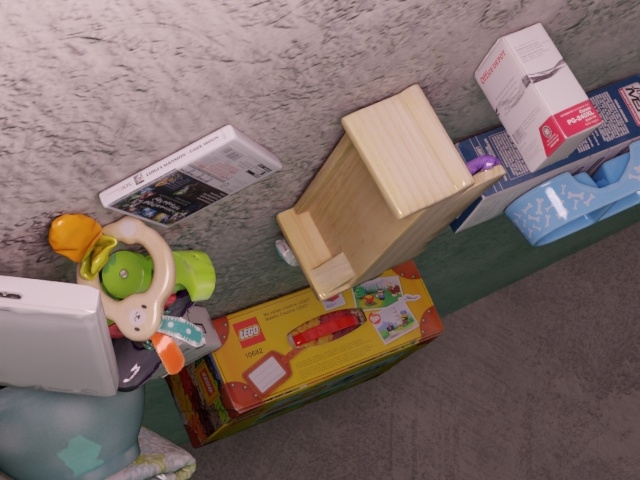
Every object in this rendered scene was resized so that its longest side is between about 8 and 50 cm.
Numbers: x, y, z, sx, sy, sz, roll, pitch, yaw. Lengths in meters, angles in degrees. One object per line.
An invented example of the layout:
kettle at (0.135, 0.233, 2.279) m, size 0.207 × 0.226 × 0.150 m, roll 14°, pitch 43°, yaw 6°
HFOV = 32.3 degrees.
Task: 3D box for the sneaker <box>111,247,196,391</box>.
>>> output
sneaker at (-0.247, 0.110, 1.607) m, size 0.098 × 0.083 × 0.223 m, roll 101°, pitch 15°, yaw -61°

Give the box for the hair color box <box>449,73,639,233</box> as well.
hair color box at (0.367, -0.140, 1.799) m, size 0.347 × 0.105 × 0.174 m, roll -21°, pitch 167°, yaw -15°

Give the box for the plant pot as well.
plant pot at (-0.394, 0.278, 1.713) m, size 0.293 × 0.196 × 0.293 m, roll -22°, pitch -175°, yaw 2°

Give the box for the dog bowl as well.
dog bowl at (0.448, -0.077, 1.799) m, size 0.297 × 0.074 × 0.166 m, roll -24°, pitch 167°, yaw -8°

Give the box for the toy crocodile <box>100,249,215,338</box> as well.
toy crocodile at (-0.297, 0.097, 1.537) m, size 0.340 × 0.105 × 0.115 m, roll -28°, pitch 167°, yaw 16°

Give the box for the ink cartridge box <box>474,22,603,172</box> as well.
ink cartridge box at (0.267, -0.177, 1.368) m, size 0.063 × 0.150 × 0.109 m, roll -24°, pitch 168°, yaw -19°

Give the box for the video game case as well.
video game case at (-0.149, -0.072, 1.316) m, size 0.173 × 0.022 × 0.190 m, roll -27°, pitch 168°, yaw 10°

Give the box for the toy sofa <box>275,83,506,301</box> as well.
toy sofa at (0.084, -0.062, 1.498) m, size 0.177 × 0.150 × 0.362 m, roll -24°, pitch 168°, yaw -24°

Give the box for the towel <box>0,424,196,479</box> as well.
towel at (-0.457, 0.377, 1.964) m, size 0.374 × 0.320 × 0.090 m, roll -5°, pitch 116°, yaw -54°

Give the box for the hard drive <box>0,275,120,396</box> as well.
hard drive at (-0.363, 0.121, 1.370) m, size 0.203 × 0.040 × 0.307 m, roll 7°, pitch 154°, yaw -2°

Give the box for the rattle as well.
rattle at (-0.224, 0.062, 1.309) m, size 0.130 × 0.199 × 0.143 m, roll -22°, pitch 167°, yaw -11°

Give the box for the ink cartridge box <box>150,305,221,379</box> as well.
ink cartridge box at (-0.282, 0.177, 1.931) m, size 0.148 × 0.086 × 0.203 m, roll -27°, pitch 168°, yaw 9°

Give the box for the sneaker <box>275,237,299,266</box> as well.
sneaker at (0.000, 0.000, 1.800) m, size 0.076 × 0.065 × 0.166 m, roll -41°, pitch 166°, yaw 27°

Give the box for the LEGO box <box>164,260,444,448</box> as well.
LEGO box at (-0.047, 0.242, 2.383) m, size 0.500 × 0.193 × 0.372 m, roll -18°, pitch 166°, yaw -27°
